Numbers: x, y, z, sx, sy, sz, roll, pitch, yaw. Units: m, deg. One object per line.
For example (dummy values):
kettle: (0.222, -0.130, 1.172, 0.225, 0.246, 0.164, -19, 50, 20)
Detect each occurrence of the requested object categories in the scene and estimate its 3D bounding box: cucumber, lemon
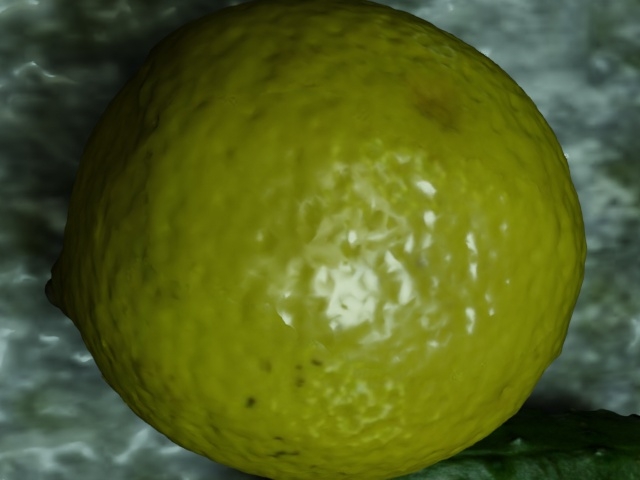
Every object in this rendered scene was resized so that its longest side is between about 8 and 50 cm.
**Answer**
cucumber: (0.078, 0.157, 0.728, 0.244, 0.134, 0.134, 8, 96, -16)
lemon: (0.008, 0.001, 0.623, 0.253, 0.228, 0.229, 4, 97, -23)
